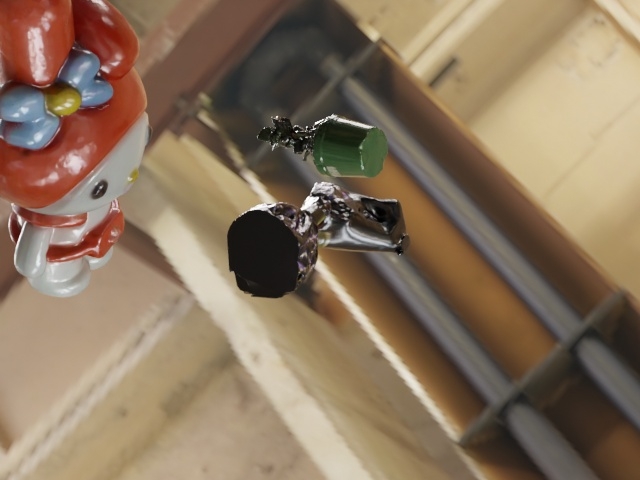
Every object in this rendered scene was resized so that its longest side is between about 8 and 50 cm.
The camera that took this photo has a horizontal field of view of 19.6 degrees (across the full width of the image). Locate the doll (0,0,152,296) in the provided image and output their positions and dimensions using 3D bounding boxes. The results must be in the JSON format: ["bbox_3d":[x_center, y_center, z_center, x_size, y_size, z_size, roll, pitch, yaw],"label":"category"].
[{"bbox_3d":[-0.200,-0.090,1.417,0.130,0.290,0.161,19,-138,18],"label":"doll"}]

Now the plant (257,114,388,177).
[{"bbox_3d":[0.000,-0.076,1.454,0.102,0.051,0.051,12,-106,30],"label":"plant"}]

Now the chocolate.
[{"bbox_3d":[-0.002,-0.003,1.238,0.070,0.147,0.072,-44,-106,27],"label":"chocolate"}]
